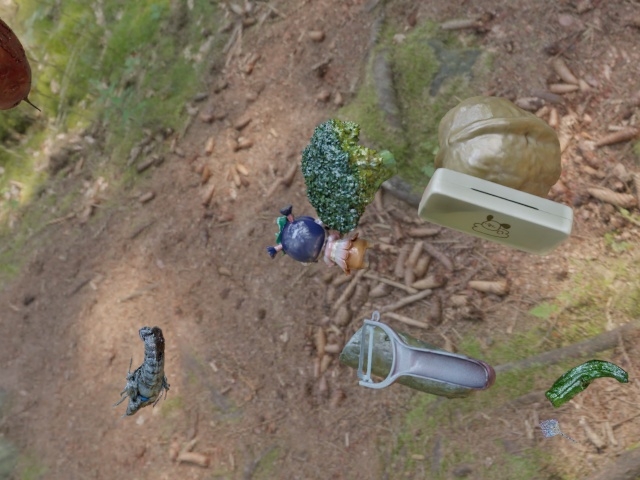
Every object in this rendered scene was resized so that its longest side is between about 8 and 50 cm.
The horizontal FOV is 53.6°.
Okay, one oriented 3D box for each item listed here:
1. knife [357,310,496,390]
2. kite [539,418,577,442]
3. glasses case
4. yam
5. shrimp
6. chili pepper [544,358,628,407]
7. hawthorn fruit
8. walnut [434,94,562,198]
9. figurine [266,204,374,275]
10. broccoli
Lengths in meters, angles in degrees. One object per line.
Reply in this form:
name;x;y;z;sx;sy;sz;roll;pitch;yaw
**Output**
knife;0.156;0.172;0.930;0.278;0.053;0.123;-3;85;56
kite;0.461;0.379;1.241;0.044;0.002;0.078;-32;36;-2
glasses case;0.380;-0.059;1.390;0.131;0.312;0.070;107;180;-63
yam;0.215;0.287;1.507;0.330;0.133;0.133;17;91;20
shrimp;-0.289;0.226;1.034;0.076;0.082;0.174;46;128;47
chili pepper;0.581;0.309;1.391;0.182;0.050;0.073;-35;14;29
hawthorn fruit;-0.584;-0.308;1.106;0.181;0.235;0.181;-32;38;29
walnut;0.517;-0.247;1.870;0.381;0.381;0.381;-14;70;40
figurine;0.000;0.000;1.224;0.195;0.102;0.112;14;95;14
broccoli;0.062;-0.128;1.205;0.194;0.194;0.220;-4;108;43
